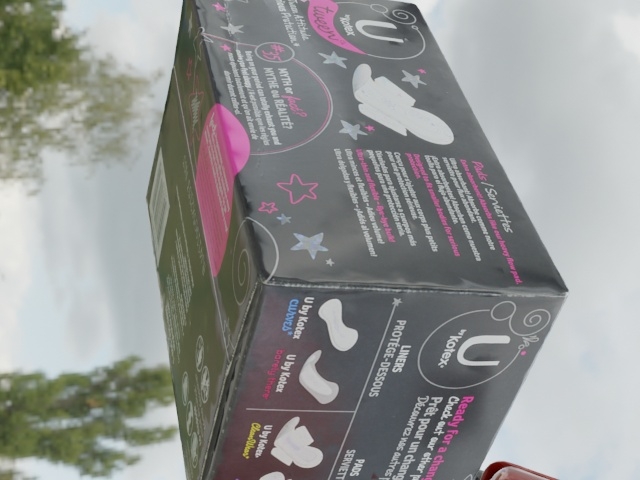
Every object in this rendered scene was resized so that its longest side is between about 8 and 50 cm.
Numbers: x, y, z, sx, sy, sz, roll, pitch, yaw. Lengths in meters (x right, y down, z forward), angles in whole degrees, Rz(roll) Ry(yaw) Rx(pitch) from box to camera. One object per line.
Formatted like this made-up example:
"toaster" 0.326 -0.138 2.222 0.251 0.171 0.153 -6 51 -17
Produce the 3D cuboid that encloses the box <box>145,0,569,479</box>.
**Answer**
"box" 0.000 0.000 0.592 0.247 0.142 0.163 -106 -154 -48

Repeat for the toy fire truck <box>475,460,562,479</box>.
"toy fire truck" 0.086 0.232 0.647 0.246 0.159 0.217 47 62 -73
